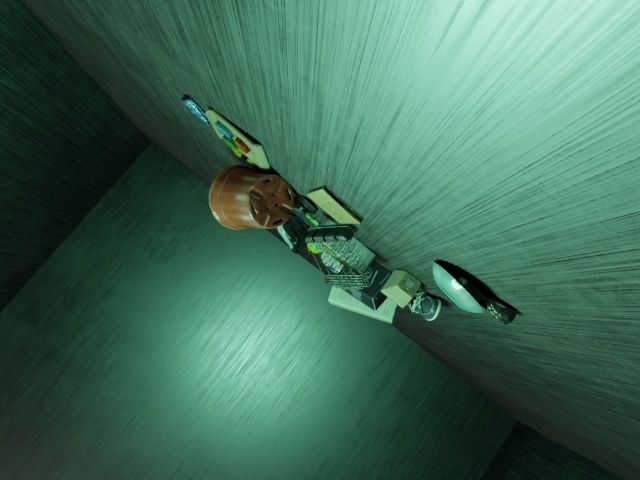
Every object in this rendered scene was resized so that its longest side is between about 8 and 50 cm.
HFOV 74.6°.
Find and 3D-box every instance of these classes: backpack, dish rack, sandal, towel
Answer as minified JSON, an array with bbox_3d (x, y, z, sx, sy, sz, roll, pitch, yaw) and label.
[{"bbox_3d":[-0.136,-0.042,2.114,0.182,0.152,0.115,54,156,-22],"label":"backpack"},{"bbox_3d":[0.070,0.069,1.579,0.208,0.074,0.271,-2,126,38],"label":"dish rack"},{"bbox_3d":[-0.083,-0.131,1.697,0.097,0.054,0.254,40,171,-18],"label":"sandal"},{"bbox_3d":[-0.441,-0.460,1.495,0.067,0.029,0.119,29,168,49],"label":"towel"}]

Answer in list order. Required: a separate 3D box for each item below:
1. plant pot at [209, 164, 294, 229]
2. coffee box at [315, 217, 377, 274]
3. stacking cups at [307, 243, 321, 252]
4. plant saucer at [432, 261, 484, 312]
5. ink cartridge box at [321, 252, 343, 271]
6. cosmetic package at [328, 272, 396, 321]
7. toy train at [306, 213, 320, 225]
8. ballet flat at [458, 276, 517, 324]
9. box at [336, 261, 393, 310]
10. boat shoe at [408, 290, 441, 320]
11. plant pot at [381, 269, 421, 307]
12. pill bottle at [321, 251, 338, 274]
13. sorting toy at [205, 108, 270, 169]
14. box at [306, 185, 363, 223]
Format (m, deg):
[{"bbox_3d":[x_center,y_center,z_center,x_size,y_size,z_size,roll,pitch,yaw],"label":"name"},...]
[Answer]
[{"bbox_3d":[-0.256,-0.159,1.652,0.265,0.272,0.272,13,156,51],"label":"plant pot"},{"bbox_3d":[0.092,0.030,1.693,0.246,0.098,0.141,37,171,2],"label":"coffee box"},{"bbox_3d":[0.000,0.000,1.924,0.096,0.096,0.316,38,171,-2],"label":"stacking cups"},{"bbox_3d":[0.376,0.143,1.186,0.195,0.037,0.195,45,-176,-4],"label":"plant saucer"},{"bbox_3d":[0.095,0.087,1.948,0.150,0.109,0.063,35,174,14],"label":"ink cartridge box"},{"bbox_3d":[0.209,0.264,1.969,0.309,0.160,0.113,17,166,15],"label":"cosmetic package"},{"bbox_3d":[-0.031,-0.090,1.837,0.083,0.017,0.024,43,160,-31],"label":"toy train"},{"bbox_3d":[0.450,0.158,1.143,0.173,0.049,0.057,41,-174,17],"label":"ballet flat"},{"bbox_3d":[0.196,0.174,1.788,0.207,0.153,0.108,33,156,34],"label":"box"},{"bbox_3d":[0.396,0.246,1.642,0.079,0.095,0.254,27,-179,-3],"label":"boat shoe"},{"bbox_3d":[0.311,0.172,1.567,0.109,0.109,0.096,38,160,-1],"label":"plant pot"},{"bbox_3d":[0.093,0.113,2.089,0.112,0.112,0.186,30,169,40],"label":"pill bottle"},{"bbox_3d":[-0.287,-0.330,1.514,0.229,0.041,0.307,36,171,8],"label":"sorting toy"},{"bbox_3d":[0.042,-0.114,1.395,0.164,0.021,0.201,40,172,-14],"label":"box"}]
